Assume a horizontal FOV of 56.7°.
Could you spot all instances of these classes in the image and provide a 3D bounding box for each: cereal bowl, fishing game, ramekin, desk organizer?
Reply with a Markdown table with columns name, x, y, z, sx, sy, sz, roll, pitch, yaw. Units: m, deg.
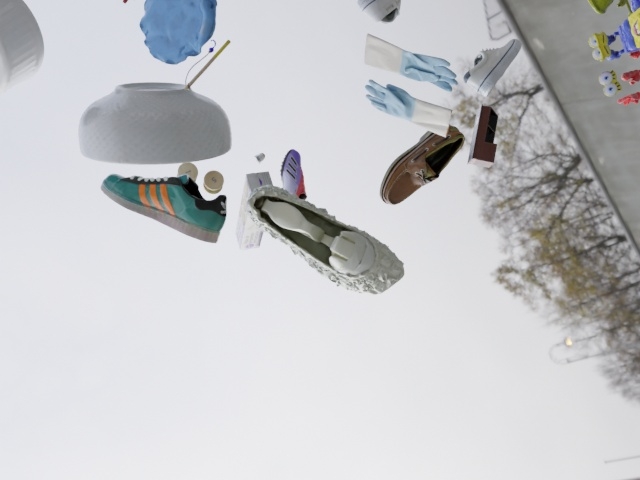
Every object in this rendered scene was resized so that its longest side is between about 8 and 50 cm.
| name | x | y | z | sx | sy | sz | roll | pitch | yaw |
| --- | --- | --- | --- | --- | --- | --- | --- | --- | --- |
| cereal bowl | -0.365 | -0.272 | 1.321 | 0.339 | 0.339 | 0.141 | -39 | -45 | -59 |
| fishing game | -0.278 | -0.444 | 1.179 | 0.264 | 0.189 | 0.041 | 51 | -159 | 14 |
| ramekin | -0.800 | -0.462 | 1.360 | 0.277 | 0.277 | 0.135 | 48 | -147 | -27 |
| desk organizer | 0.371 | -0.233 | 1.334 | 0.047 | 0.050 | 0.130 | 84 | -162 | -82 |

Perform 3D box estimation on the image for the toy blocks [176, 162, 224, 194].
| name | x | y | z | sx | sy | sz | roll | pitch | yaw |
| --- | --- | --- | --- | --- | --- | --- | --- | --- | --- |
| toy blocks | -0.325 | -0.158 | 1.596 | 0.123 | 0.148 | 0.054 | 17 | -100 | -12 |

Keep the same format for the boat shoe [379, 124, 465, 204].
| name | x | y | z | sx | sy | sz | roll | pitch | yaw |
| --- | --- | --- | --- | --- | --- | --- | --- | --- | --- |
| boat shoe | 0.301 | -0.221 | 1.774 | 0.111 | 0.307 | 0.104 | 31 | -167 | -37 |

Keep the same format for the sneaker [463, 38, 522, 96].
| name | x | y | z | sx | sy | sz | roll | pitch | yaw |
| --- | --- | --- | --- | --- | --- | --- | --- | --- | --- |
| sneaker | 0.475 | -0.496 | 1.631 | 0.091 | 0.094 | 0.258 | 36 | -128 | 6 |

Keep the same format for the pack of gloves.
| name | x | y | z | sx | sy | sz | roll | pitch | yaw |
| --- | --- | --- | --- | --- | --- | --- | --- | --- | --- |
| pack of gloves | 0.209 | -0.364 | 1.370 | 0.046 | 0.232 | 0.195 | -51 | -23 | -33 |

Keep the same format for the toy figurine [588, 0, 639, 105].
| name | x | y | z | sx | sy | sz | roll | pitch | yaw |
| --- | --- | --- | --- | --- | --- | --- | --- | --- | --- |
| toy figurine | 0.783 | -0.530 | 1.402 | 0.191 | 0.217 | 0.362 | -11 | -94 | -24 |

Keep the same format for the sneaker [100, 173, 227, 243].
| name | x | y | z | sx | sy | sz | roll | pitch | yaw |
| --- | --- | --- | --- | --- | --- | --- | --- | --- | --- |
| sneaker | -0.345 | -0.104 | 1.335 | 0.302 | 0.121 | 0.108 | 23 | -173 | 8 |

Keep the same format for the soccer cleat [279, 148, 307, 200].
| name | x | y | z | sx | sy | sz | roll | pitch | yaw |
| --- | --- | --- | --- | --- | --- | --- | --- | --- | --- |
| soccer cleat | -0.097 | -0.213 | 2.322 | 0.108 | 0.116 | 0.318 | 41 | -128 | -56 |

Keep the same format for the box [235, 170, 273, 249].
| name | x | y | z | sx | sy | sz | roll | pitch | yaw |
| --- | --- | --- | --- | --- | --- | --- | --- | --- | --- |
| box | -0.185 | -0.075 | 1.638 | 0.063 | 0.324 | 0.067 | -9 | -114 | -18 |

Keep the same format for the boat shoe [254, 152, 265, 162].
| name | x | y | z | sx | sy | sz | roll | pitch | yaw |
| --- | --- | --- | --- | --- | --- | --- | --- | --- | --- |
| boat shoe | -0.209 | -0.290 | 2.074 | 0.035 | 0.035 | 0.100 | 60 | 176 | -6 |

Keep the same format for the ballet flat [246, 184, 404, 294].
| name | x | y | z | sx | sy | sz | roll | pitch | yaw |
| --- | --- | --- | --- | --- | --- | --- | --- | --- | --- |
| ballet flat | 0.000 | 0.000 | 1.349 | 0.409 | 0.147 | 0.147 | 28 | -148 | 7 |

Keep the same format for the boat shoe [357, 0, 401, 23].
| name | x | y | z | sx | sy | sz | roll | pitch | yaw |
| --- | --- | --- | --- | --- | --- | --- | --- | --- | --- |
| boat shoe | 0.151 | -0.555 | 1.423 | 0.075 | 0.083 | 0.226 | 57 | -144 | -7 |
